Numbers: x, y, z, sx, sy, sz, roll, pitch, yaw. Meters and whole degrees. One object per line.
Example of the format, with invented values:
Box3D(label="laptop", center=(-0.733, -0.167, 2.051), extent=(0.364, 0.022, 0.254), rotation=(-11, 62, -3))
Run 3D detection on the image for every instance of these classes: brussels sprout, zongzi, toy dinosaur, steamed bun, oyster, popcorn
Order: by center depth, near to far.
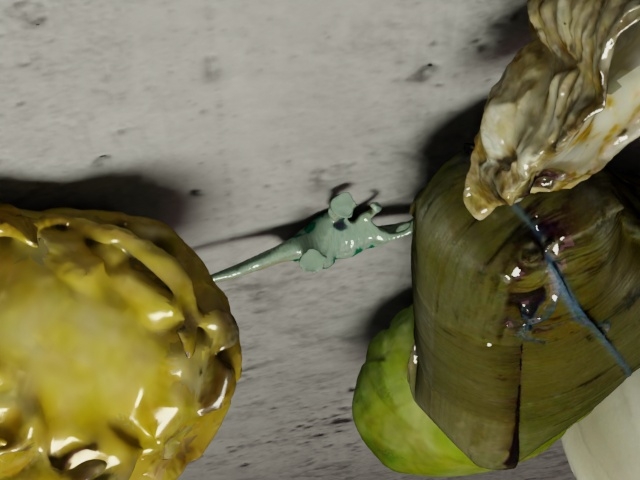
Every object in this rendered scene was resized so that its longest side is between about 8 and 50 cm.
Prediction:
Box3D(label="oyster", center=(0.200, -0.134, 1.135), extent=(0.166, 0.110, 0.341), rotation=(-4, 154, -40))
Box3D(label="popcorn", center=(-0.182, 0.087, 1.267), extent=(0.250, 0.250, 0.190), rotation=(-10, -167, -15))
Box3D(label="zongzi", center=(0.232, -0.014, 1.427), extent=(0.360, 0.160, 0.323), rotation=(-29, 154, -14))
Box3D(label="toy dinosaur", center=(0.000, 0.004, 1.430), extent=(0.187, 0.044, 0.106), rotation=(-25, 173, 12))
Box3D(label="brussels sprout", center=(0.133, 0.126, 1.649), extent=(0.223, 0.161, 0.223), rotation=(-14, 152, -7))
Box3D(label="steamed bun", center=(0.308, 0.151, 1.731), extent=(0.164, 0.242, 0.146), rotation=(1, 151, -25))
